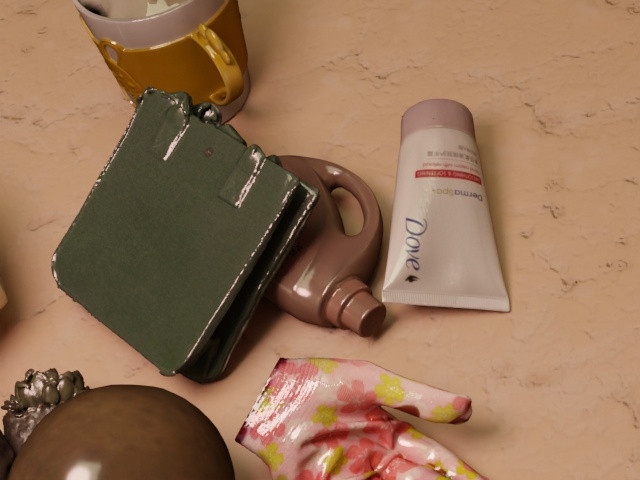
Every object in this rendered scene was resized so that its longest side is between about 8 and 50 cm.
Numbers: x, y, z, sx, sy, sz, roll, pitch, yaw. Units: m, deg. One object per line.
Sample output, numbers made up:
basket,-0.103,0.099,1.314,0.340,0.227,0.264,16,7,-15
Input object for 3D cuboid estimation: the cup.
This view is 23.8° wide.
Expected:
cup,-0.162,-0.233,1.769,0.185,0.226,0.241,-34,52,-14

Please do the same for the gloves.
gloves,0.050,0.199,1.434,0.241,0.126,0.145,29,55,1

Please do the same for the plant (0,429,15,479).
plant,-0.437,0.258,1.449,0.276,0.188,0.199,-24,49,18

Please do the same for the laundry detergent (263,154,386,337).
laundry detergent,0.000,0.000,1.629,0.237,0.076,0.171,33,68,34

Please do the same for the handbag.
handbag,-0.147,-0.010,1.605,0.247,0.079,0.260,35,99,37

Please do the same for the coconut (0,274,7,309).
coconut,-0.494,0.024,1.619,0.323,0.323,0.323,-8,50,10

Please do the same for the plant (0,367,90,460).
plant,-0.279,0.194,1.548,0.094,0.092,0.143,-10,55,18

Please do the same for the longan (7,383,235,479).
longan,-0.177,0.245,1.396,0.215,0.246,0.246,3,51,36

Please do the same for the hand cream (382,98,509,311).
hand cream,0.125,-0.033,1.621,0.133,0.083,0.248,1,56,-5
